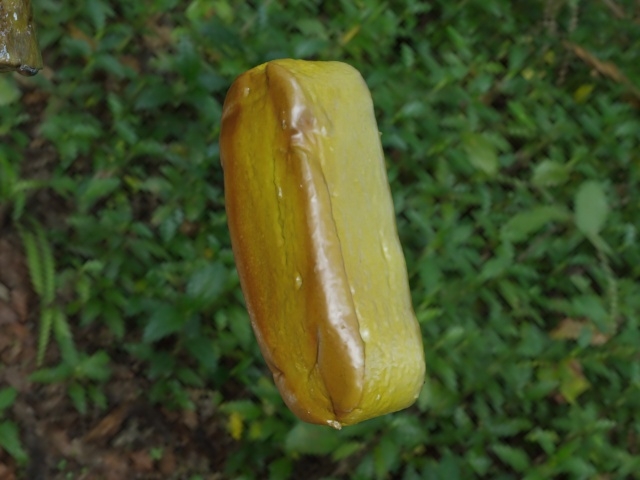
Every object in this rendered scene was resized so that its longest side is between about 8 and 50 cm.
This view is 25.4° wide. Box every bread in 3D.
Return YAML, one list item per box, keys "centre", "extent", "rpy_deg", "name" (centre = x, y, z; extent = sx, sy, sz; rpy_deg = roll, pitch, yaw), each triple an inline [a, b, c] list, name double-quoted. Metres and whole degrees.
- centre: [0.000, 0.000, 0.927]
  extent: [0.094, 0.102, 0.245]
  rpy_deg: [-6, 81, -33]
  name: "bread"

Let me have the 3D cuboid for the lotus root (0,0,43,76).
- centre: [-0.349, -0.231, 1.280]
  extent: [0.188, 0.180, 0.199]
  rpy_deg: [-2, 1, -7]
  name: "lotus root"
